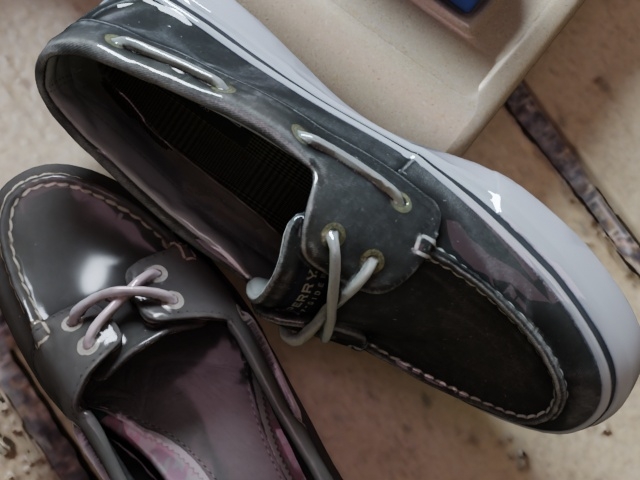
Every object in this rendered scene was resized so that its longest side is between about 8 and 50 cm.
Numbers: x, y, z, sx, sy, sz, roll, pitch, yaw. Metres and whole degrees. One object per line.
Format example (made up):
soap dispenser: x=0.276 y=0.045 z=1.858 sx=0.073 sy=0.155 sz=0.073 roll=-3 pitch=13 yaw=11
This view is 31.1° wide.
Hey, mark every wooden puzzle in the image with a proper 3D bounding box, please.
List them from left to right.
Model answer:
wooden puzzle: x=0.038 y=-0.256 z=0.638 sx=0.322 sy=0.080 sz=0.348 roll=37 pitch=75 yaw=5

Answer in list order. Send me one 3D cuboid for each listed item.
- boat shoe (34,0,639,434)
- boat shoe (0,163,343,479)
boat shoe: x=0.000 y=0.000 z=0.571 sx=0.335 sy=0.121 sz=0.119 roll=35 pitch=40 yaw=7
boat shoe: x=-0.056 y=0.092 z=0.565 sx=0.112 sy=0.095 sz=0.335 roll=-32 pitch=83 yaw=-16
